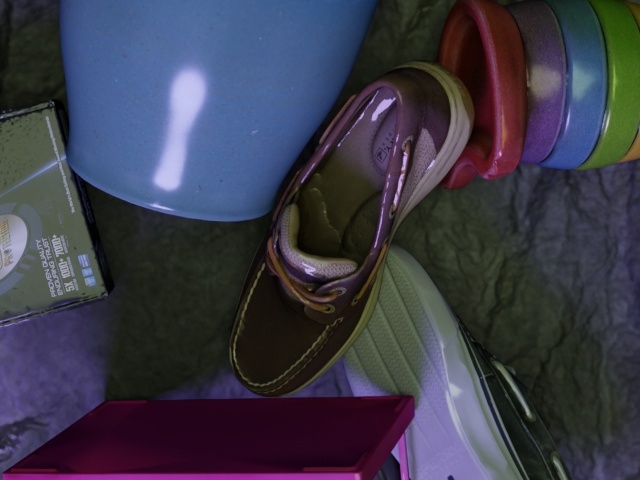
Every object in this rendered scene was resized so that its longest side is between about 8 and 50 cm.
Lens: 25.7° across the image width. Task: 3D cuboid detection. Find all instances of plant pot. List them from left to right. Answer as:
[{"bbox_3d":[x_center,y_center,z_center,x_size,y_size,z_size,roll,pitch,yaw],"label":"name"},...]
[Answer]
[{"bbox_3d":[-0.095,-0.164,1.149,0.271,0.272,0.255,15,109,-5],"label":"plant pot"}]

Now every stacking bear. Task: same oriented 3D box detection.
[{"bbox_3d":[0.259,-0.132,1.222,0.289,0.175,0.164,-1,88,-13],"label":"stacking bear"}]

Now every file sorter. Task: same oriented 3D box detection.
[{"bbox_3d":[-0.076,0.244,1.162,0.290,0.202,0.182,-3,99,16],"label":"file sorter"}]

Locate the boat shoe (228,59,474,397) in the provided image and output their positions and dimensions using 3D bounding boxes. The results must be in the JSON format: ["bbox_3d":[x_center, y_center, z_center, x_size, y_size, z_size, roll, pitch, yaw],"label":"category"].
[{"bbox_3d":[0.000,0.000,1.178,0.123,0.123,0.342,42,116,17],"label":"boat shoe"}]

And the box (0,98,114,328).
[{"bbox_3d":[-0.276,-0.019,1.225,0.147,0.077,0.180,-14,96,-2],"label":"box"}]

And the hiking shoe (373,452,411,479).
[{"bbox_3d":[0.111,0.266,1.286,0.114,0.086,0.227,-31,94,-22],"label":"hiking shoe"}]

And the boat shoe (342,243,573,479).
[{"bbox_3d":[0.125,0.153,1.252,0.121,0.119,0.335,-35,75,40],"label":"boat shoe"}]
